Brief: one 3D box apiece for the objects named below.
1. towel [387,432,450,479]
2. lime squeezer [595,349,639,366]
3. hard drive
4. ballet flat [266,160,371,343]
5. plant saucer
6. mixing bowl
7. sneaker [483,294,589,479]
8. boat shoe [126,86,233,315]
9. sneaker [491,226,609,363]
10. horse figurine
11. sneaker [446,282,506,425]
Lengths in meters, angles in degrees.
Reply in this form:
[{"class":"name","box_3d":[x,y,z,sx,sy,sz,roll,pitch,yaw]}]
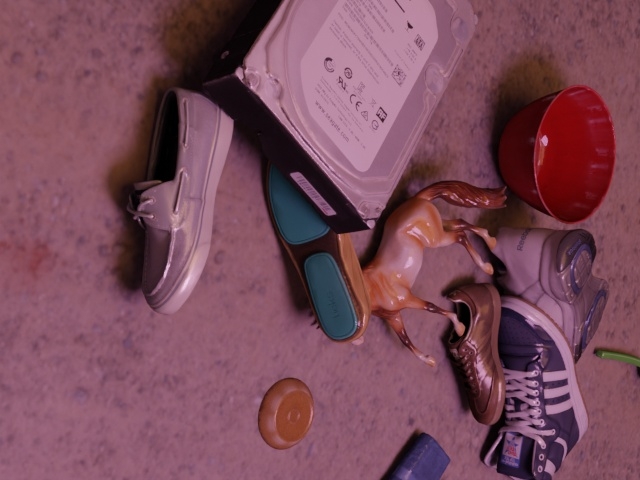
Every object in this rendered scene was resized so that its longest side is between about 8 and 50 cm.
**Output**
[{"class":"towel","box_3d":[0.114,0.305,1.446,0.119,0.029,0.067,-51,126,-25]},{"class":"lime squeezer","box_3d":[0.524,0.238,1.814,0.110,0.059,0.310,-35,124,0]},{"class":"hard drive","box_3d":[0.038,-0.208,1.234,0.237,0.064,0.339,48,53,-29]},{"class":"ballet flat","box_3d":[0.000,0.000,1.271,0.073,0.080,0.232,-32,108,-64]},{"class":"plant saucer","box_3d":[-0.034,0.199,1.304,0.083,0.015,0.083,-6,100,-42]},{"class":"mixing bowl","box_3d":[0.302,-0.115,1.518,0.181,0.098,0.181,-6,99,-42]},{"class":"sneaker","box_3d":[0.272,0.216,1.534,0.153,0.099,0.282,-49,128,-30]},{"class":"boat shoe","box_3d":[-0.152,-0.043,1.129,0.081,0.079,0.227,20,76,-36]},{"class":"sneaker","box_3d":[0.312,0.064,1.549,0.111,0.129,0.297,-58,147,-24]},{"class":"horse figurine","box_3d":[0.119,0.028,1.376,0.174,0.066,0.263,31,82,-18]},{"class":"sneaker","box_3d":[0.194,0.150,1.489,0.071,0.066,0.188,-4,93,-26]}]
